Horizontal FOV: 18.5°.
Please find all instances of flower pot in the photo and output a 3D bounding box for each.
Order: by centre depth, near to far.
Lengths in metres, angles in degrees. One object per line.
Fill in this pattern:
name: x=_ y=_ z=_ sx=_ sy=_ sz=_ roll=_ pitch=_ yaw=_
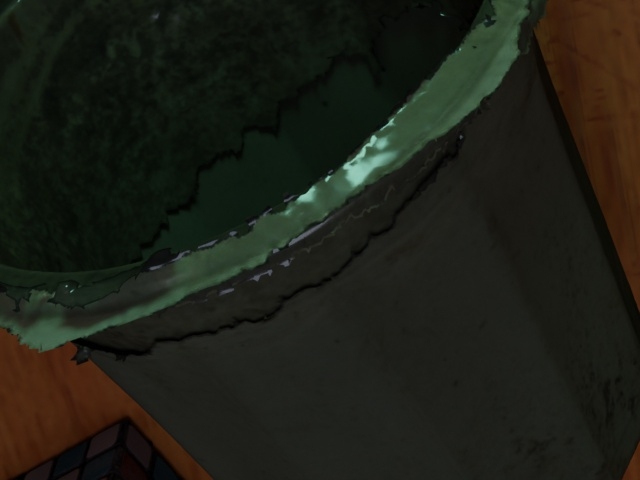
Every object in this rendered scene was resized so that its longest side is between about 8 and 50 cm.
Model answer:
flower pot: x=0.000 y=0.000 z=0.785 sx=0.290 sy=0.290 sz=0.259 roll=-20 pitch=130 yaw=15

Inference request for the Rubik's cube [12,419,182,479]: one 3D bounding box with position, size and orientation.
Rubik's cube: x=-0.109 y=0.163 z=0.968 sx=0.092 sy=0.092 sz=0.092 roll=-29 pitch=115 yaw=19
